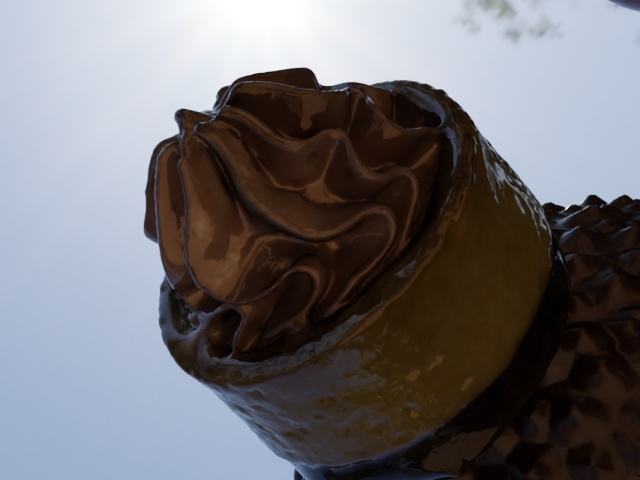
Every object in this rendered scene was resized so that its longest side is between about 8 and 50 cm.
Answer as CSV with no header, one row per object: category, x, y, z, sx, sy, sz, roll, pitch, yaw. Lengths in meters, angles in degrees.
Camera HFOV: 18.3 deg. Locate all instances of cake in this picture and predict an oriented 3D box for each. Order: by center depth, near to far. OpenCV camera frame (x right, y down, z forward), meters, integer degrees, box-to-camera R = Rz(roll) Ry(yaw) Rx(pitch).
cake,0.000,0.000,0.947,0.178,0.185,0.208,43,-165,-41

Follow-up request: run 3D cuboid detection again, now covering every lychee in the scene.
lychee,0.144,0.114,1.110,0.330,0.306,0.306,12,-126,5

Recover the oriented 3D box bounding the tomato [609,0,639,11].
tomato,0.298,-0.334,1.627,0.298,0.298,0.226,44,-117,-4
